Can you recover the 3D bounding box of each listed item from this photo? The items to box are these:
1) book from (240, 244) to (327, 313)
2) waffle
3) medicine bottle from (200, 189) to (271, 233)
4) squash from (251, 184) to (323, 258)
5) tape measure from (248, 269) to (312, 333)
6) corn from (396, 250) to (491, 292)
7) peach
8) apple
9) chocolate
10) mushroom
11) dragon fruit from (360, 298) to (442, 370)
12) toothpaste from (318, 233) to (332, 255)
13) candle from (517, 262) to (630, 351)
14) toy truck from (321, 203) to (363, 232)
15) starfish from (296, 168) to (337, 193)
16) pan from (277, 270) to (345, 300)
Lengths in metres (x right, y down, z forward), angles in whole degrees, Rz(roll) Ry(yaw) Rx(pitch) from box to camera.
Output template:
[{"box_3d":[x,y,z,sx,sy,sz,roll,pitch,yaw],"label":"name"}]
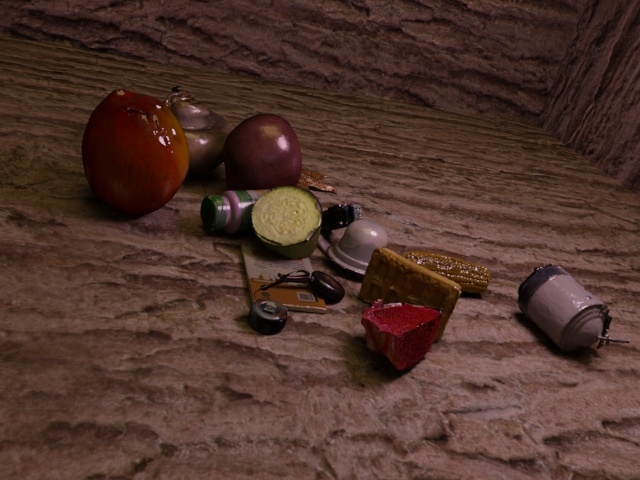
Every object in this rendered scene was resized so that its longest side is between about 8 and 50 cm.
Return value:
[{"box_3d":[-0.109,0.104,1.890,0.207,0.020,0.295,7,28,-17],"label":"book"},{"box_3d":[0.245,0.143,1.848,0.274,0.168,0.057,28,23,25],"label":"waffle"},{"box_3d":[-0.227,-0.090,2.073,0.274,0.133,0.133,-6,34,-34],"label":"medicine bottle"},{"box_3d":[-0.104,-0.052,1.999,0.220,0.133,0.220,4,60,-8],"label":"squash"},{"box_3d":[-0.105,0.143,1.668,0.104,0.180,0.107,29,25,-9],"label":"tape measure"},{"box_3d":[0.372,0.096,2.068,0.317,0.115,0.115,9,28,-13],"label":"corn"},{"box_3d":[-0.541,-0.258,1.975,0.289,0.373,0.373,-4,33,-29],"label":"peach"},{"box_3d":[-0.200,-0.270,2.233,0.235,0.306,0.306,-14,38,-25],"label":"apple"},{"box_3d":[0.141,0.014,2.045,0.221,0.147,0.221,24,23,-11],"label":"chocolate"},{"box_3d":[-0.477,-0.393,2.332,0.362,0.295,0.362,13,25,-6],"label":"mushroom"},{"box_3d":[0.187,0.235,1.707,0.161,0.126,0.274,21,21,31],"label":"dragon fruit"},{"box_3d":[0.000,0.000,2.137,0.048,0.031,0.190,2,33,-38],"label":"toothpaste"},{"box_3d":[0.730,0.221,1.936,0.187,0.187,0.330,-1,32,-29],"label":"candle"},{"box_3d":[0.059,-0.074,2.150,0.088,0.074,0.201,-4,-6,-32],"label":"toy truck"},{"box_3d":[-0.075,-0.225,2.489,0.302,0.060,0.299,-2,30,-32],"label":"starfish"},{"box_3d":[-0.022,0.109,1.855,0.212,0.040,0.115,19,19,-29],"label":"pan"}]
